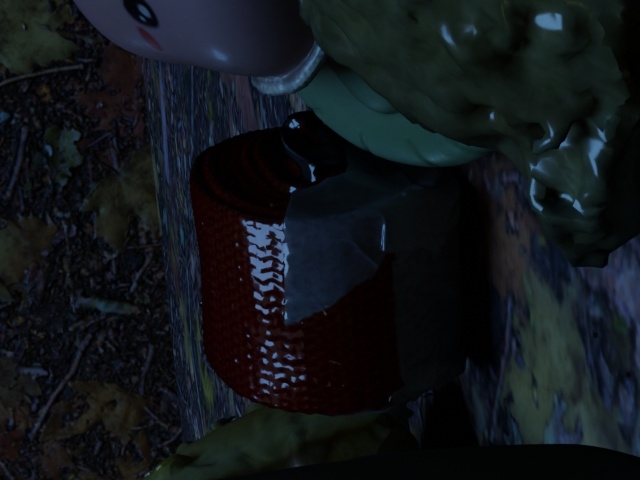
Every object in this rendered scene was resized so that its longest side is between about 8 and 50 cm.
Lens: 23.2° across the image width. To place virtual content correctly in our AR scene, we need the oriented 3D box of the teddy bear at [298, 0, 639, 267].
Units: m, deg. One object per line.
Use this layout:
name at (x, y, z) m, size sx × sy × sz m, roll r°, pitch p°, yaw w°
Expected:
teddy bear at (0.065, -0.118, 0.322) m, size 0.256 × 0.156 × 0.267 m, roll 101°, pitch 158°, yaw -63°

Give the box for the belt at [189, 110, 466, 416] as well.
belt at (0.000, 0.000, 0.787) m, size 0.201 × 0.128 × 0.124 m, roll -124°, pitch 29°, yaw -70°

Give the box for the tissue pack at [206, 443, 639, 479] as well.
tissue pack at (0.037, 0.257, 0.353) m, size 0.277 × 0.267 × 0.387 m, roll -127°, pitch 31°, yaw -76°

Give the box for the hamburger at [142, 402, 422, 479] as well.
hamburger at (-0.050, 0.287, 0.820) m, size 0.268 × 0.287 × 0.445 m, roll -115°, pitch 24°, yaw -65°

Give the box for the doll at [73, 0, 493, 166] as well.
doll at (-0.012, -0.175, 0.698) m, size 0.268 × 0.216 × 0.284 m, roll 21°, pitch 137°, yaw 51°
